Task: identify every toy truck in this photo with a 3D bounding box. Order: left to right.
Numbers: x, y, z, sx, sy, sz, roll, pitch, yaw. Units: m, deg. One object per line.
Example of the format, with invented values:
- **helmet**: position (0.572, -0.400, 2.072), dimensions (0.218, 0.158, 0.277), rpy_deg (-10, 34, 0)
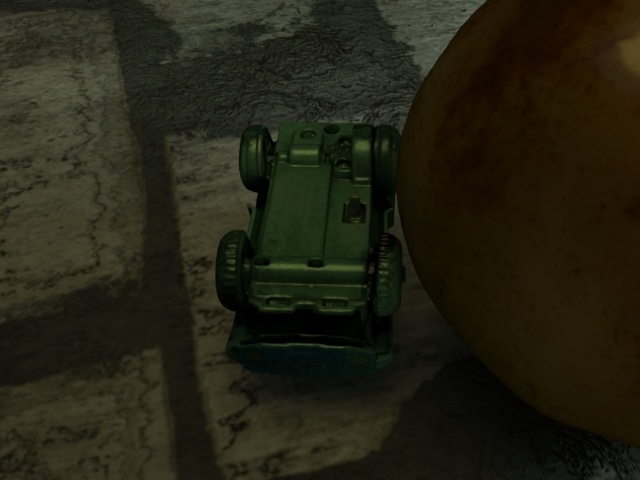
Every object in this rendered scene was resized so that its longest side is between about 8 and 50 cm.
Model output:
- **toy truck**: position (0.000, 0.000, 0.744), dimensions (0.154, 0.156, 0.279), rpy_deg (1, 45, 5)

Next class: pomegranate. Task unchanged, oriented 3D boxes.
- **pomegranate**: position (0.258, -0.032, 0.616), dimensions (0.416, 0.417, 0.417), rpy_deg (-2, 44, 2)
